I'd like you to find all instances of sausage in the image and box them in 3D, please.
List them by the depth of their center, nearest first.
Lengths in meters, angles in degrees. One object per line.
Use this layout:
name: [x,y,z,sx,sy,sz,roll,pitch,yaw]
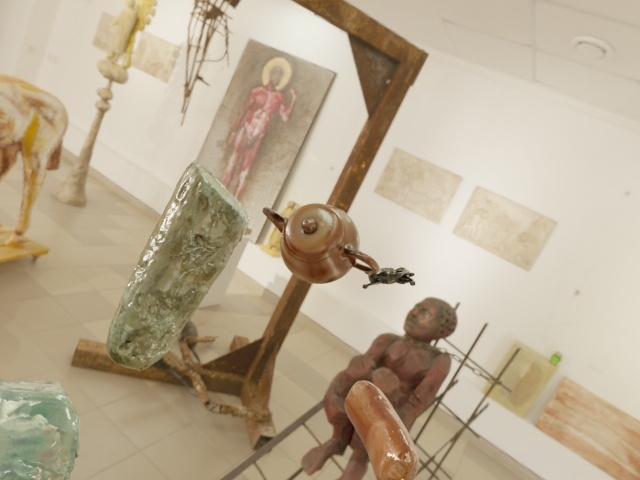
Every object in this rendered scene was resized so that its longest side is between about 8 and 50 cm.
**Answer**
sausage: [0.118,0.368,0.874,0.083,0.089,0.300,37,2,-16]

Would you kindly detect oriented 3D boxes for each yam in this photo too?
yam: [-0.223,0.045,0.695,0.133,0.330,0.133,29,-5,3]

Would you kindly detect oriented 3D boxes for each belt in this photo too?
belt: [-0.475,0.333,0.683,0.150,0.257,0.207,15,20,-41]

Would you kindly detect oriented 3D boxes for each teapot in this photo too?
teapot: [0.000,0.000,0.591,0.173,0.116,0.116,26,11,21]

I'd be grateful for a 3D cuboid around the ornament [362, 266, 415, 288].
ornament: [0.100,0.051,0.654,0.074,0.028,0.125,-4,0,9]
